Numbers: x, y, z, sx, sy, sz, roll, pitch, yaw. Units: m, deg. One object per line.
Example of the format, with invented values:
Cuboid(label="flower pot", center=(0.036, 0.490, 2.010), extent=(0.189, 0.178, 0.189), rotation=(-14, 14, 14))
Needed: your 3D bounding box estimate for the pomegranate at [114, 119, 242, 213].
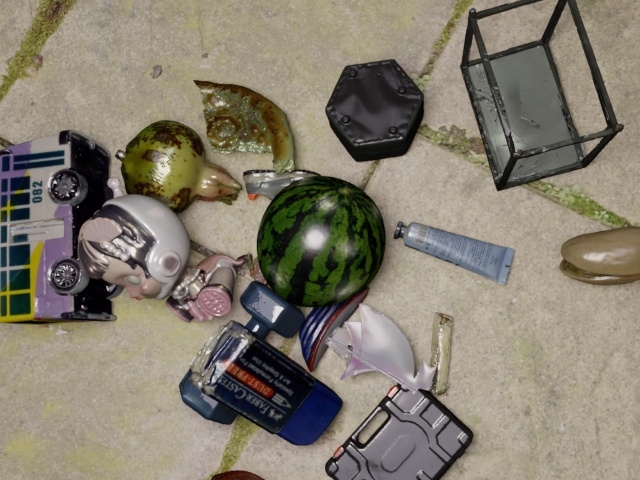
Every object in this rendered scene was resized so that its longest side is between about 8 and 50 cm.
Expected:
Cuboid(label="pomegranate", center=(-0.333, -0.157, 1.510), extent=(0.277, 0.204, 0.221), rotation=(24, 103, 14))

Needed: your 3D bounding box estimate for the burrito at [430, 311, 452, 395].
Cuboid(label="burrito", center=(0.268, 0.254, 1.440), extent=(0.045, 0.041, 0.185), rotation=(14, 78, -32))

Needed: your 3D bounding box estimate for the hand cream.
Cuboid(label="hand cream", center=(0.302, 0.019, 1.472), extent=(0.272, 0.058, 0.091), rotation=(18, 71, 7))

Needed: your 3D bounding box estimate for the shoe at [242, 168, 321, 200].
Cuboid(label="shoe", center=(-0.092, -0.133, 1.551), extent=(0.195, 0.074, 0.077), rotation=(1, 99, 7))

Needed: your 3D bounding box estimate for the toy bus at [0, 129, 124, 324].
Cuboid(label="toy bus", center=(-0.632, -0.022, 1.530), extent=(0.250, 0.209, 0.439), rotation=(-6, 81, 9))

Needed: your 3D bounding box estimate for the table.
Cuboid(label="table", center=(0.461, -0.323, 1.398), extent=(0.223, 0.272, 0.334), rotation=(-15, 78, 5))

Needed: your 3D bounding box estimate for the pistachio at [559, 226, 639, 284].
Cuboid(label="pistachio", center=(0.638, 0.032, 1.391), extent=(0.226, 0.136, 0.135), rotation=(-7, 79, 14))

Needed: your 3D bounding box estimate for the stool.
Cuboid(label="stool", center=(0.129, -0.305, 1.507), extent=(0.232, 0.141, 0.232), rotation=(-1, 79, 8))

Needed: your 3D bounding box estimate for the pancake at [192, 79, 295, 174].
Cuboid(label="pancake", center=(-0.194, -0.287, 1.562), extent=(0.377, 0.054, 0.197), rotation=(37, 74, 24))

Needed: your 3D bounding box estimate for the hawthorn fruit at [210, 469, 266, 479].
Cuboid(label="hawthorn fruit", center=(-0.160, 0.662, 1.321), extent=(0.285, 0.285, 0.368), rotation=(-38, 96, 0))

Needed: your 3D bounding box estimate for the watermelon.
Cuboid(label="watermelon", center=(0.000, 0.000, 1.402), extent=(0.286, 0.285, 0.284), rotation=(-1, 80, 8))

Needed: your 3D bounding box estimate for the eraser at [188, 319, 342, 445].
Cuboid(label="eraser", center=(-0.112, 0.312, 1.352), extent=(0.332, 0.102, 0.155), rotation=(41, 83, -31))

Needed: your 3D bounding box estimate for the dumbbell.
Cuboid(label="dumbbell", center=(-0.179, 0.253, 1.449), extent=(0.144, 0.156, 0.316), rotation=(31, 84, 42))

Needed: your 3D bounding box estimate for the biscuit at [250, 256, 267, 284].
Cuboid(label="biscuit", center=(-0.125, 0.073, 1.538), extent=(0.092, 0.016, 0.082), rotation=(-11, 74, 5))

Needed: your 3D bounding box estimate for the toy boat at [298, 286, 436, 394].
Cuboid(label="toy boat", center=(0.105, 0.212, 1.431), extent=(0.319, 0.072, 0.219), rotation=(6, 72, 18))

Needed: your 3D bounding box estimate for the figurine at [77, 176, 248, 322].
Cuboid(label="figurine", center=(-0.360, 0.041, 1.425), extent=(0.361, 0.253, 0.210), rotation=(32, 50, -25))

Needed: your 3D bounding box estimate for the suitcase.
Cuboid(label="suitcase", center=(0.171, 0.462, 1.400), extent=(0.206, 0.066, 0.285), rotation=(42, 87, 13))
